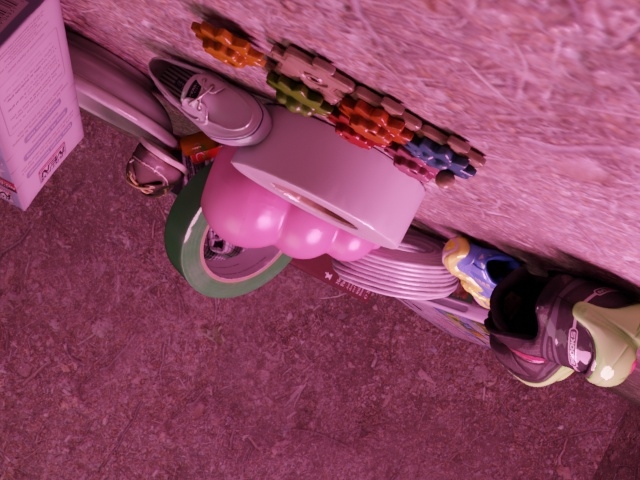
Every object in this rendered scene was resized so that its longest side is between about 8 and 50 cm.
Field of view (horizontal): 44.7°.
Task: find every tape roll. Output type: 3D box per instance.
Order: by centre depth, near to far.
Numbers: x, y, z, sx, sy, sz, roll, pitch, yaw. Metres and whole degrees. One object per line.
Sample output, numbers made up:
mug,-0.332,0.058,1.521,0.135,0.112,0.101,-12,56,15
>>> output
tape roll,0.011,-0.094,1.175,0.286,0.100,0.286,27,178,1
tape roll,-0.166,-0.031,1.620,0.077,0.321,0.321,42,-174,37

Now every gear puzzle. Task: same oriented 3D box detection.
gear puzzle,0.009,-0.144,0.845,0.339,0.044,0.175,28,177,-10

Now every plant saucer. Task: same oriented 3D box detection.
plant saucer,-0.438,-0.310,1.491,0.400,0.100,0.400,27,178,1

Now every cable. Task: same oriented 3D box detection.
cable,0.153,0.042,1.552,0.257,0.089,0.257,1,-163,-35

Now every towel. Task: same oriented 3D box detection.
towel,-0.242,-0.086,1.826,0.121,0.283,0.235,-8,169,13

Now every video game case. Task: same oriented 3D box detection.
video game case,0.347,0.193,1.801,0.300,0.036,0.329,17,167,41

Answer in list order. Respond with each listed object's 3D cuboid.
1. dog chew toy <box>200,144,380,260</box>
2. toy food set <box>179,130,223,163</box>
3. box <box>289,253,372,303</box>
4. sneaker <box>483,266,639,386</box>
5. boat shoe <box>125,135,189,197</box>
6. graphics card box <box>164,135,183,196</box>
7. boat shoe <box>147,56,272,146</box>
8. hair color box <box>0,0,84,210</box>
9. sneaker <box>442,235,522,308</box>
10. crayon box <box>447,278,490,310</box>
dog chew toy,-0.042,-0.060,1.405,0.332,0.206,0.206,20,178,-5
toy food set,-0.213,-0.155,1.619,0.232,0.104,0.111,75,178,-46
box,0.000,0.000,2.057,0.381,0.191,0.143,28,177,-31
sneaker,0.370,0.125,1.281,0.202,0.185,0.483,35,168,4
boat shoe,-0.344,-0.140,1.591,0.116,0.097,0.324,39,174,-10
graphics card box,-0.307,-0.156,2.320,0.371,0.094,0.233,30,-160,-18
boat shoe,-0.169,-0.200,1.110,0.226,0.083,0.076,27,177,34
hair color box,-0.480,-0.225,1.203,0.113,0.185,0.374,27,152,4
sneaker,0.325,0.078,1.405,0.240,0.091,0.126,31,175,-35
crayon box,0.335,0.123,1.933,0.363,0.106,0.313,29,174,-26
